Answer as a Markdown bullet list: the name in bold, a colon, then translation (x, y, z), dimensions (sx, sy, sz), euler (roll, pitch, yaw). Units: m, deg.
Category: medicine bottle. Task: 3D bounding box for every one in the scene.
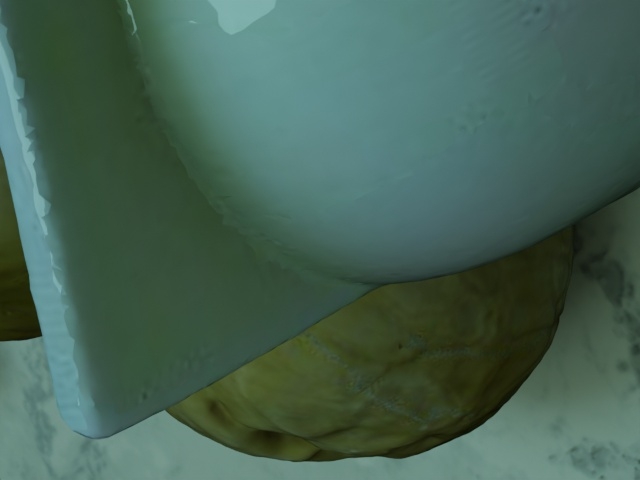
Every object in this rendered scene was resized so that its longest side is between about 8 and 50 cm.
- **medicine bottle**: translation (0.038, -0.116, 0.618), dimensions (0.236, 0.406, 0.235), euler (17, 119, 33)

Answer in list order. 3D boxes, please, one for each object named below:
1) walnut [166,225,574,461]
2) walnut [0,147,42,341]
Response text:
- **walnut**: translation (0.000, 0.000, 0.825), dimensions (0.195, 0.222, 0.195), euler (-9, 76, 39)
- **walnut**: translation (-0.194, -0.052, 0.971), dimensions (0.298, 0.203, 0.203), euler (9, 114, 31)
